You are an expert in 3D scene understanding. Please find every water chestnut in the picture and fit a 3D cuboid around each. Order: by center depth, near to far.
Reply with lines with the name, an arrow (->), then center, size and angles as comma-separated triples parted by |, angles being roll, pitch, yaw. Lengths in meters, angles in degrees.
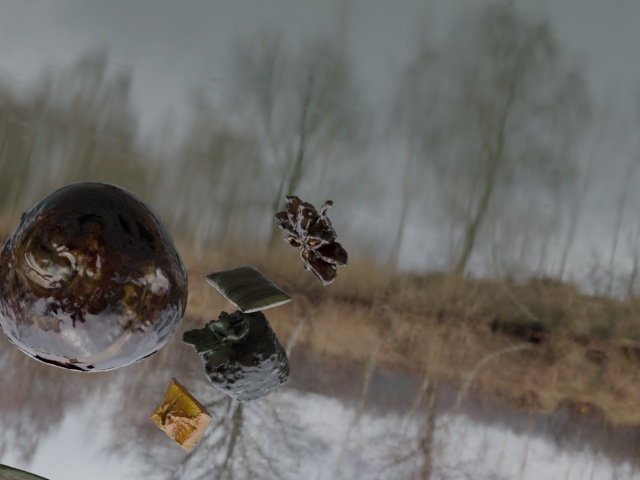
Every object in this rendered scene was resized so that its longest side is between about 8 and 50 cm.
water chestnut -> -0.262, 0.050, 1.207 | 0.224, 0.223, 0.238 | 13, 172, 0

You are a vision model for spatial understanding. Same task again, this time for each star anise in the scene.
star anise -> -0.001, 0.001, 1.790 | 0.073, 0.177, 0.234 | -29, -163, -16

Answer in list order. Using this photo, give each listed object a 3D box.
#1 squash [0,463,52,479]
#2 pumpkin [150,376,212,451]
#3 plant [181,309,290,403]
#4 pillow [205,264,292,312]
squash -> -0.601, 0.615, 1.829 | 0.263, 0.384, 0.263 | 23, 178, 1
pumpkin -> -0.220, 0.270, 1.608 | 0.101, 0.073, 0.035 | 37, 174, 19
plant -> -0.229, 0.288, 2.792 | 0.312, 0.215, 0.213 | 55, -174, -43
pillow -> -0.150, 0.100, 2.135 | 0.113, 0.038, 0.203 | -14, -156, -23
